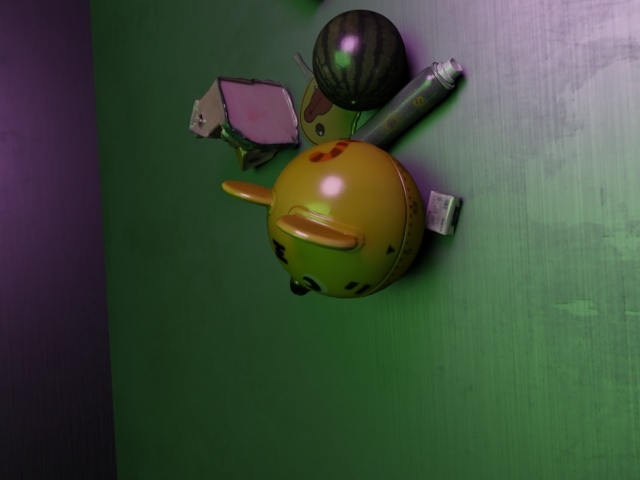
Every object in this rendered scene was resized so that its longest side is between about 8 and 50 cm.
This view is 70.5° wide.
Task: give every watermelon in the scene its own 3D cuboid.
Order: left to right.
[{"bbox_3d":[0.084,-0.389,0.997,0.212,0.212,0.212,3,95,44],"label":"watermelon"}]

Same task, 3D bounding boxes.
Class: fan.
[{"bbox_3d":[0.002,-0.387,1.211,0.229,0.011,0.335,-48,61,35],"label":"fan"}]

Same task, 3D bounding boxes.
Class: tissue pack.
[{"bbox_3d":[0.257,-0.058,0.958,0.062,0.042,0.083,23,109,42],"label":"tissue pack"}]

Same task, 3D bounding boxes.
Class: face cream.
[{"bbox_3d":[0.183,-0.288,0.995,0.283,0.073,0.073,-37,67,39],"label":"face cream"}]

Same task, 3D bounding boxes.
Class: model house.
[{"bbox_3d":[-0.229,-0.314,1.295,0.237,0.237,0.202,-23,83,47],"label":"model house"}]

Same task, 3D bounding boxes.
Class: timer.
[{"bbox_3d":[0.017,-0.043,0.949,0.376,0.387,0.376,-3,86,50],"label":"timer"}]
